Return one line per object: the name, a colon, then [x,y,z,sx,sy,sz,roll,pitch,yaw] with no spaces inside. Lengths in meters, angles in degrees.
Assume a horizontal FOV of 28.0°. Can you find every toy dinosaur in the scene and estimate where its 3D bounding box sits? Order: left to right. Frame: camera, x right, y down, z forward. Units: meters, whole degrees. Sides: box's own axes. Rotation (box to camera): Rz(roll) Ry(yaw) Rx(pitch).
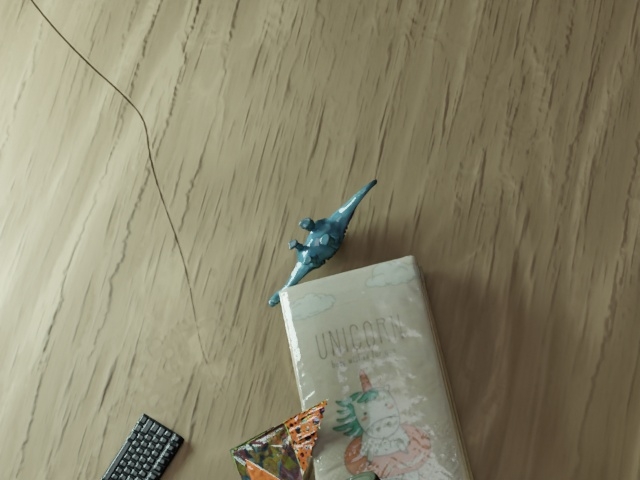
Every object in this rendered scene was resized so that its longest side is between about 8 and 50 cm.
toy dinosaur: [0.000,0.000,1.518,0.045,0.080,0.197,40,91,15]

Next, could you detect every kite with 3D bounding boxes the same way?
kite: [-0.061,0.259,1.442,0.125,0.008,0.222,22,101,39]

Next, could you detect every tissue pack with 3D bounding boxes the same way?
tissue pack: [0.065,0.188,1.438,0.170,0.071,0.325,-15,68,8]

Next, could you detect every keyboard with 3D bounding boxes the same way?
keyboard: [-0.236,0.301,1.476,0.061,0.013,0.204,28,76,19]

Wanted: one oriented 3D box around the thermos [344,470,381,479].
thermos: [0.067,0.382,1.287,0.146,0.176,0.265,-37,94,-29]
